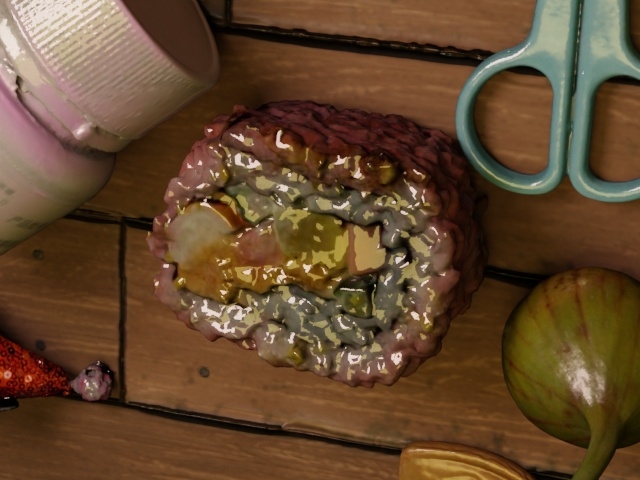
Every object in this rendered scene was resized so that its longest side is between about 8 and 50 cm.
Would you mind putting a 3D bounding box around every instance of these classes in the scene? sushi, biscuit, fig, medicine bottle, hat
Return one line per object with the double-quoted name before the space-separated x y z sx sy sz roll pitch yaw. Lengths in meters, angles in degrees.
"sushi" 0.000 0.000 1.350 0.270 0.171 0.236 13 114 13
"biscuit" 0.155 0.269 1.487 0.142 0.029 0.220 -31 99 24
"fig" 0.217 0.115 1.282 0.151 0.259 0.151 2 108 7
"medicine bottle" -0.259 -0.132 1.332 0.302 0.241 0.241 -31 100 15
"hat" -0.309 0.118 1.527 0.227 0.140 0.128 15 72 -14

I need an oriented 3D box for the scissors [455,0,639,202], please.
"scissors" 0.210 -0.243 1.267 0.193 0.029 0.447 7 113 14
